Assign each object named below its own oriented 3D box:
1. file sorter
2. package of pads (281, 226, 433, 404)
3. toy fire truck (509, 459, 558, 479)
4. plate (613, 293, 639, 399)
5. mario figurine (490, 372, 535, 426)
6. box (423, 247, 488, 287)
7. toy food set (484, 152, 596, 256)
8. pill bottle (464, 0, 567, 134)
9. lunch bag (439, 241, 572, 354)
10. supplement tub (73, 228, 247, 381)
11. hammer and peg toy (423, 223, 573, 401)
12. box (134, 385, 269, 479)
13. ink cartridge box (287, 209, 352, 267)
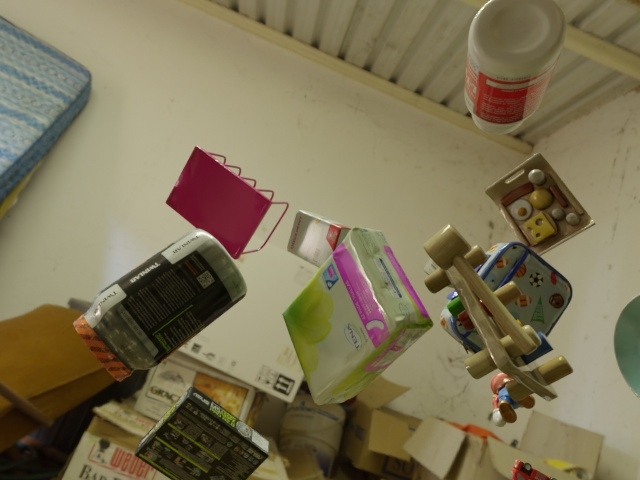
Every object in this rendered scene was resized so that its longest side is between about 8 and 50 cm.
[{"bbox_3d":[-0.272,-0.116,1.411,0.290,0.202,0.182,37,15,14],"label":"file sorter"},{"bbox_3d":[0.058,0.156,0.895,0.101,0.229,0.296,6,-44,-37],"label":"package of pads"},{"bbox_3d":[0.536,0.633,1.099,0.192,0.135,0.047,25,-17,22],"label":"toy fire truck"},{"bbox_3d":[0.501,0.158,0.643,0.024,0.188,0.188,-1,-7,-18],"label":"plate"},{"bbox_3d":[0.756,0.613,1.773,0.198,0.170,0.320,-8,-5,18],"label":"mario figurine"},{"bbox_3d":[0.562,0.108,1.723,0.311,0.148,0.121,16,17,-23],"label":"box"},{"bbox_3d":[0.712,-0.110,1.525,0.219,0.306,0.092,-38,-35,27],"label":"toy food set"},{"bbox_3d":[0.528,-0.469,1.306,0.229,0.229,0.407,17,-9,18],"label":"pill bottle"},{"bbox_3d":[0.455,0.165,1.157,0.243,0.303,0.115,39,-6,-5],"label":"lunch bag"},{"bbox_3d":[-0.331,0.133,0.977,0.193,0.316,0.194,40,-26,25],"label":"supplement tub"},{"bbox_3d":[0.296,0.140,0.827,0.127,0.266,0.361,-38,-46,20],"label":"hammer and peg toy"},{"bbox_3d":[-0.301,0.538,1.198,0.270,0.216,0.060,41,8,-12],"label":"box"},{"bbox_3d":[0.000,0.000,1.300,0.072,0.128,0.175,5,15,-47],"label":"ink cartridge box"}]
